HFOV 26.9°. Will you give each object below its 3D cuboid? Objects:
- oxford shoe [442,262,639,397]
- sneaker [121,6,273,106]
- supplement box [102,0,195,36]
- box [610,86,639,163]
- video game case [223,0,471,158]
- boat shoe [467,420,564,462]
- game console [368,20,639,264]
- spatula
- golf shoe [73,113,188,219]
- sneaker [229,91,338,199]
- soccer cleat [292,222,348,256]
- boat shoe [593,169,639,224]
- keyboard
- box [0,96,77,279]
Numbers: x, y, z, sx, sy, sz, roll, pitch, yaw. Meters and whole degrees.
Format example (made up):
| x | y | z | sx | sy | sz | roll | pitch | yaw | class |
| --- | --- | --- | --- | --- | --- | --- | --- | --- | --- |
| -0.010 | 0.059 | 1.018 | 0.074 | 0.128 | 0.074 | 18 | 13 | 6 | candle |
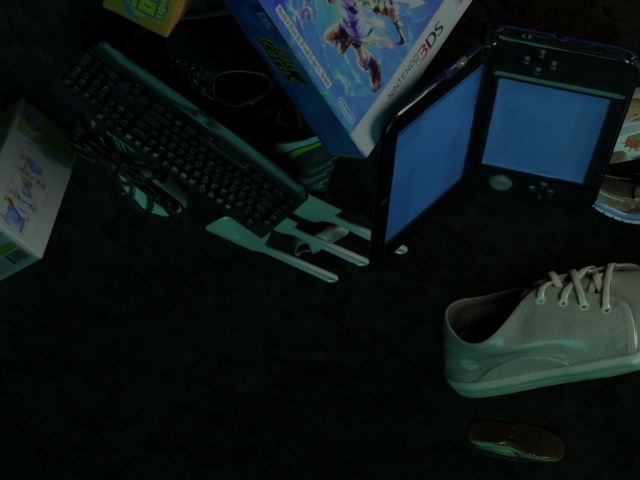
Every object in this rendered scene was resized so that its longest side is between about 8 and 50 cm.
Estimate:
| x | y | z | sx | sy | sz | roll | pitch | yaw | class |
| --- | --- | --- | --- | --- | --- | --- | --- | --- | --- |
| 0.355 | 0.097 | 1.783 | 0.449 | 0.169 | 0.130 | -17 | 111 | 25 | oxford shoe |
| -0.149 | -0.199 | 1.544 | 0.222 | 0.118 | 0.083 | -15 | 134 | 24 | sneaker |
| -0.128 | -0.302 | 1.333 | 0.080 | 0.233 | 0.078 | 30 | 137 | 1 | supplement box |
| 0.477 | -0.155 | 1.539 | 0.324 | 0.067 | 0.063 | -9 | 136 | 19 | box |
| 0.029 | -0.262 | 1.356 | 0.061 | 0.244 | 0.269 | 10 | 148 | 42 | video game case |
| 0.306 | 0.321 | 2.110 | 0.152 | 0.056 | 0.049 | 14 | 144 | 7 | boat shoe |
| 0.199 | -0.083 | 1.498 | 0.250 | 0.173 | 0.293 | 12 | 149 | 6 | game console |
| -0.013 | -0.003 | 1.749 | 0.168 | 0.019 | 0.242 | -25 | 148 | 33 | spatula |
| -0.219 | -0.102 | 1.696 | 0.094 | 0.077 | 0.198 | -21 | 132 | 29 | golf shoe |
| -0.013 | -0.117 | 1.642 | 0.121 | 0.111 | 0.300 | 30 | 141 | -35 | sneaker |
| 0.000 | 0.000 | 1.806 | 0.083 | 0.035 | 0.029 | -14 | 134 | 23 | soccer cleat |
| 0.411 | -0.058 | 1.665 | 0.183 | 0.066 | 0.066 | 15 | 126 | -11 | boat shoe |
| -0.186 | -0.101 | 1.602 | 0.317 | 0.033 | 0.201 | 36 | 140 | -15 | keyboard |
| -0.394 | -0.061 | 1.672 | 0.114 | 0.203 | 0.103 | -25 | 129 | 34 | box |
